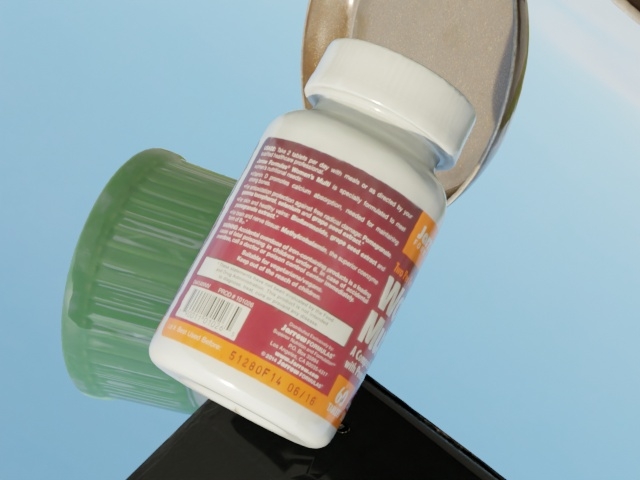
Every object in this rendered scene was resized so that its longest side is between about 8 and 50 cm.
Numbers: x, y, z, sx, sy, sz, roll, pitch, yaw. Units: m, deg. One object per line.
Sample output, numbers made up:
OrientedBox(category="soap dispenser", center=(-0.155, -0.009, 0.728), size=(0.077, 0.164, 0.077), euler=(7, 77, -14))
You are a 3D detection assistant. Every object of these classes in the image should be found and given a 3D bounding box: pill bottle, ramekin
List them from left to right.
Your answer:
OrientedBox(category="ramekin", center=(-0.157, 0.056, 1.757), size=(0.148, 0.303, 0.303), euler=(15, -166, 19))
OrientedBox(category="pill bottle", center=(0.000, 0.000, 0.898), size=(0.121, 0.221, 0.121), euler=(27, 170, 5))

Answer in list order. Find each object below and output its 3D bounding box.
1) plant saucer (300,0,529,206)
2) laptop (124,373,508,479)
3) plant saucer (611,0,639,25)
OrientedBox(category="plant saucer", center=(0.085, -0.166, 1.324), size=(0.050, 0.311, 0.310), euler=(2, -146, -32))
OrientedBox(category="laptop", center=(-0.017, 0.353, 1.181), size=(0.236, 0.408, 0.382), euler=(-17, -140, -42))
OrientedBox(category="plant saucer", center=(0.125, -0.122, 0.364), size=(0.168, 0.168, 0.029), euler=(28, -168, -14))
